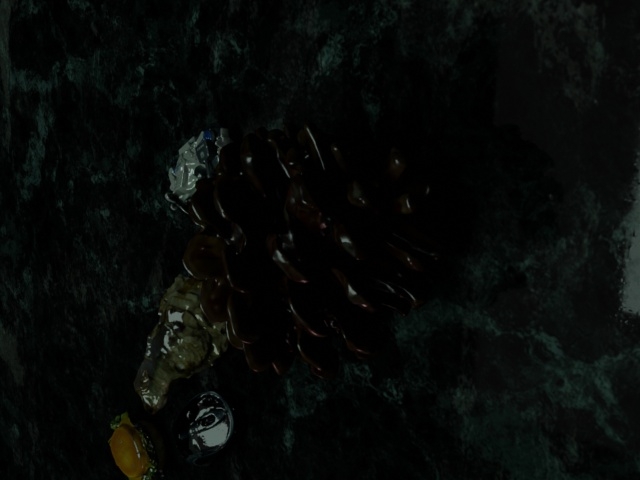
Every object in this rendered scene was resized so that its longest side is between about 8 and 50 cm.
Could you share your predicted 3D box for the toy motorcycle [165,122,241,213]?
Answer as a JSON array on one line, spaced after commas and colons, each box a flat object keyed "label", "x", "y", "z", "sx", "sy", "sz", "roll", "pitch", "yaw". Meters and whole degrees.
[{"label": "toy motorcycle", "x": -0.241, "y": -0.135, "z": 1.485, "sx": 0.221, "sy": 0.102, "sz": 0.150, "roll": -33, "pitch": 64, "yaw": 43}]

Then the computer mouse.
[{"label": "computer mouse", "x": -0.262, "y": 0.415, "z": 1.631, "sx": 0.233, "sy": 0.096, "sz": 0.137, "roll": -48, "pitch": 66, "yaw": 41}]

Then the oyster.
[{"label": "oyster", "x": -0.321, "y": 0.229, "z": 1.625, "sx": 0.198, "sy": 0.133, "sz": 0.337, "roll": 53, "pitch": 126, "yaw": 31}]

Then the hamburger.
[{"label": "hamburger", "x": -0.448, "y": 0.510, "z": 1.835, "sx": 0.164, "sy": 0.093, "sz": 0.190, "roll": -41, "pitch": 72, "yaw": 39}]

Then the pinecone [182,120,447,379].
[{"label": "pinecone", "x": 0.000, "y": 0.000, "z": 1.087, "sx": 0.397, "sy": 0.397, "sz": 0.398, "roll": 12, "pitch": 108, "yaw": 42}]
